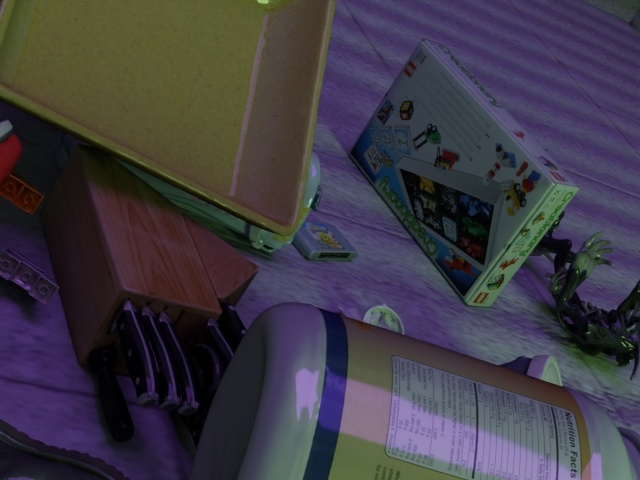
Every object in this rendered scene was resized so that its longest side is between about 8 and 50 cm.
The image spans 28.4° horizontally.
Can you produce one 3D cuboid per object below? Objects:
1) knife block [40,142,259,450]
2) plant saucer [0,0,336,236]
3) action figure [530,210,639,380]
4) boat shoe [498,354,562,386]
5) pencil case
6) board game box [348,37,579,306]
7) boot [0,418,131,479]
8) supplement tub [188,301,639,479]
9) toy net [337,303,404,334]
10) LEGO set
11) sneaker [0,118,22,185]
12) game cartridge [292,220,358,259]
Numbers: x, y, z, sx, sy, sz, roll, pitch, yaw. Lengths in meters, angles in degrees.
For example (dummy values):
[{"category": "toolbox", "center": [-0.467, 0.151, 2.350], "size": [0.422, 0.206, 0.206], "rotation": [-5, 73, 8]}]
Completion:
[{"category": "knife block", "center": [-0.166, 0.051, 1.063], "size": [0.276, 0.088, 0.242], "rotation": [37, 25, 7]}, {"category": "plant saucer", "center": [-0.152, -0.195, 1.208], "size": [0.333, 0.081, 0.332], "rotation": [27, 56, -29]}, {"category": "action figure", "center": [0.351, 0.055, 1.615], "size": [0.164, 0.141, 0.275], "rotation": [21, 24, -50]}, {"category": "boat shoe", "center": [0.149, 0.204, 1.199], "size": [0.099, 0.116, 0.319], "rotation": [-4, 20, 26]}, {"category": "pencil case", "center": [-0.136, -0.083, 1.312], "size": [0.273, 0.124, 0.113], "rotation": [22, -2, -27]}, {"category": "board game box", "center": [0.169, -0.089, 1.590], "size": [0.053, 0.193, 0.305], "rotation": [8, 36, -42]}, {"category": "boot", "center": [-0.220, 0.189, 0.771], "size": [0.190, 0.076, 0.208], "rotation": [21, 17, 6]}, {"category": "supplement tub", "center": [0.077, 0.192, 0.896], "size": [0.316, 0.228, 0.228], "rotation": [19, 28, -12]}, {"category": "toy net", "center": [0.049, 0.112, 1.262], "size": [0.122, 0.045, 0.232], "rotation": [37, 25, 7]}, {"category": "LEGO set", "center": [-0.301, -0.044, 1.074], "size": [0.227, 0.087, 0.093], "rotation": [34, -1, -6]}, {"category": "sneaker", "center": [-0.287, 0.021, 0.935], "size": [0.118, 0.107, 0.279], "rotation": [50, 38, -27]}, {"category": "game cartridge", "center": [0.000, 0.000, 1.439], "size": [0.083, 0.017, 0.056], "rotation": [1, 37, -49]}]
